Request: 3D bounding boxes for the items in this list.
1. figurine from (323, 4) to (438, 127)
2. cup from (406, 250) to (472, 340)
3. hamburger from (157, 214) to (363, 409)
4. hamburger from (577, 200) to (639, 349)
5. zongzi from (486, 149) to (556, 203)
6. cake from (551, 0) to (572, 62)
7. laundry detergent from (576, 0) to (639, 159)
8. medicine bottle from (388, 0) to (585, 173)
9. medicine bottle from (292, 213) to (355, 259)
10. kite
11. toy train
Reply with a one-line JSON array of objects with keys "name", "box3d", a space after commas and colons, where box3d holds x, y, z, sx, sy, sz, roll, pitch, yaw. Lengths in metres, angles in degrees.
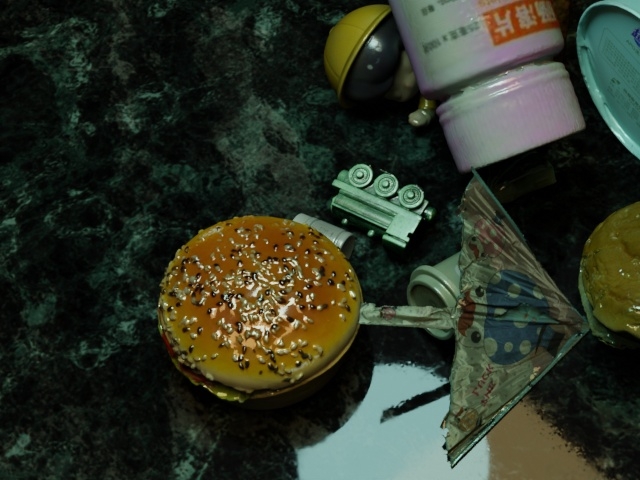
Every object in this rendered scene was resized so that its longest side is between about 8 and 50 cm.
[{"name": "figurine", "box3d": [0.132, -0.281, 1.727, 0.257, 0.192, 0.167, 16, 28, -9]}, {"name": "cup", "box3d": [0.207, 0.067, 1.534, 0.141, 0.120, 0.120, -30, 58, -25]}, {"name": "hamburger", "box3d": [-0.088, 0.099, 1.516, 0.300, 0.176, 0.300, -4, 57, 6]}, {"name": "hamburger", "box3d": [0.481, 0.030, 1.441, 0.285, 0.134, 0.265, -19, 47, 19]}, {"name": "zongzi", "box3d": [0.290, -0.114, 1.663, 0.109, 0.055, 0.119, -24, 46, -4]}, {"name": "cake", "box3d": [0.320, -0.445, 1.783, 0.196, 0.198, 0.293, 0, 54, 15]}, {"name": "laundry detergent", "box3d": [0.588, -0.290, 1.584, 0.305, 0.287, 0.287, -30, 59, -10]}, {"name": "medicine bottle", "box3d": [0.226, -0.307, 1.543, 0.219, 0.219, 0.388, -19, 90, -3]}, {"name": "medicine bottle", "box3d": [0.000, 0.000, 1.630, 0.091, 0.058, 0.058, 23, 65, 21]}, {"name": "kite", "box3d": [0.217, 0.104, 1.461, 0.368, 0.014, 0.406, 5, 89, -22]}, {"name": "toy train", "box3d": [0.090, -0.049, 1.643, 0.170, 0.071, 0.111, 25, 73, 22]}]
